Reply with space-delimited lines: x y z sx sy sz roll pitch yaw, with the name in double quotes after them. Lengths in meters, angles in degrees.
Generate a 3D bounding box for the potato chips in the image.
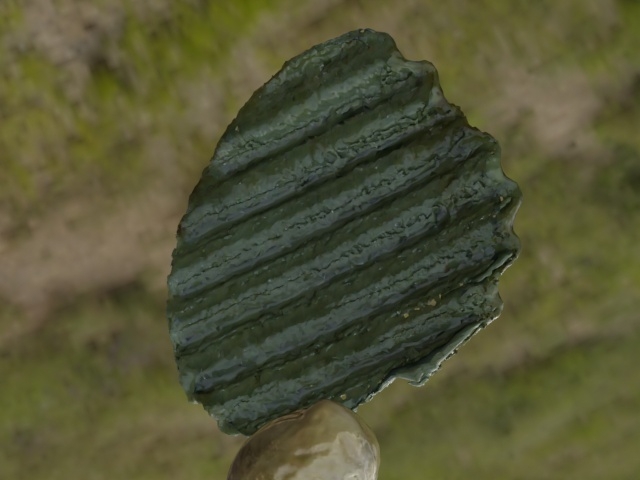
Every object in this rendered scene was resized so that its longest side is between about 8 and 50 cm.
0.000 0.000 1.959 0.429 0.358 0.070 -29 161 27 "potato chips"

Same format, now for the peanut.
-0.020 0.204 1.380 0.103 0.098 0.229 11 119 1 "peanut"
